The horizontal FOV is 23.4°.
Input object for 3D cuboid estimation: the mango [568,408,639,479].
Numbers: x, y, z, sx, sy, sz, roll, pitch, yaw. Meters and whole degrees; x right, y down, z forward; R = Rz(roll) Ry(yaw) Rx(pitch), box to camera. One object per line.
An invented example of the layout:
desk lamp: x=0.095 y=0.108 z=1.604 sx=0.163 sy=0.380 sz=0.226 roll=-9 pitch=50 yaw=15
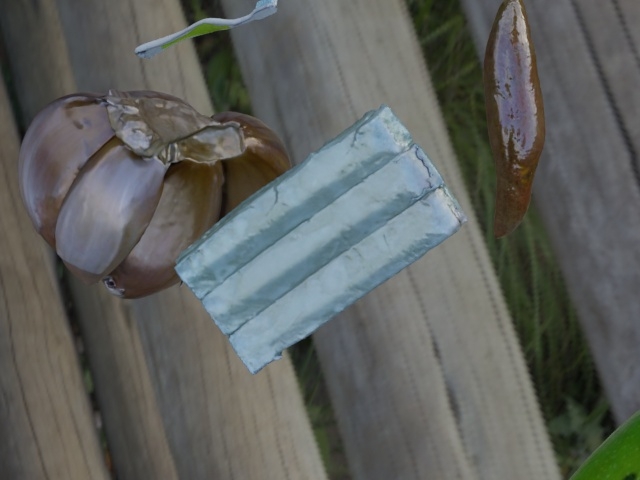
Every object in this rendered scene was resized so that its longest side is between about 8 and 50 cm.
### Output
mango: x=0.279 y=0.165 z=0.966 sx=0.382 sy=0.225 sz=0.201 roll=-48 pitch=59 yaw=3

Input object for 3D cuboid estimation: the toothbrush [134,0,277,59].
toothbrush: x=-0.148 y=-0.263 z=1.942 sx=0.022 sy=0.263 sz=0.026 roll=34 pitch=57 yaw=-37

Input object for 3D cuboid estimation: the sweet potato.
sweet potato: x=0.197 y=-0.120 z=1.586 sx=0.058 sy=0.078 sz=0.255 roll=-6 pitch=103 yaw=-18

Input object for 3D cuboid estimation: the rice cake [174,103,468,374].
rice cake: x=0.000 y=0.000 z=1.148 sx=0.124 sy=0.211 sz=0.038 roll=54 pitch=20 yaw=-14

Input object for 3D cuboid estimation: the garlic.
garlic: x=-0.146 y=-0.055 z=1.319 sx=0.214 sy=0.191 sz=0.160 roll=-13 pitch=52 yaw=-48
